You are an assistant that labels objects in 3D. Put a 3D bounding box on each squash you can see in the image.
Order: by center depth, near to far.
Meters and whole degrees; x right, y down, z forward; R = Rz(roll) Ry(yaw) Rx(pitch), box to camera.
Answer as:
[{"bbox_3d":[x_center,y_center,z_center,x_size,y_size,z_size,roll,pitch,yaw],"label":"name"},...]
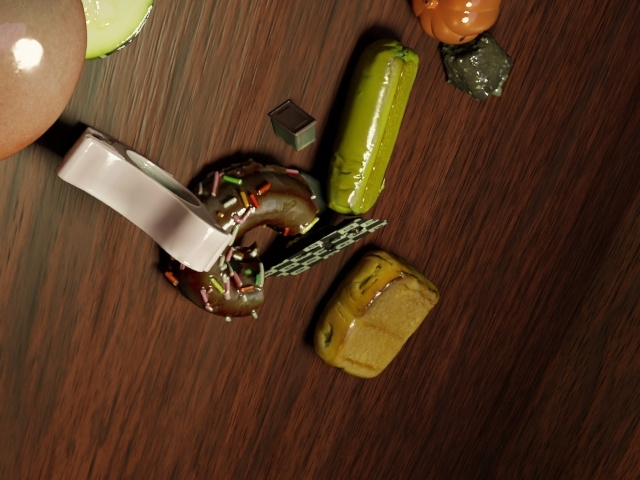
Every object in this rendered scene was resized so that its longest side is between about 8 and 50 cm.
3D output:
[{"bbox_3d":[-0.351,-0.375,1.378,0.219,0.041,0.219,-32,145,-26],"label":"squash"}]

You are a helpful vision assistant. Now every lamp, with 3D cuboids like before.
[{"bbox_3d":[0.272,-0.498,1.865,0.164,0.187,0.187,-20,133,-36],"label":"lamp"}]

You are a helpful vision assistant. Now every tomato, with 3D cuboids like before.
[{"bbox_3d":[-0.444,-0.260,1.120,0.321,0.321,0.321,-30,139,-30],"label":"tomato"}]

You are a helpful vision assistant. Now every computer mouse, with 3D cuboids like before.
[{"bbox_3d":[-0.027,-0.075,1.977,0.122,0.073,0.217,-56,144,5],"label":"computer mouse"}]

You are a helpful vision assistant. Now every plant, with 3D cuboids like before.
[{"bbox_3d":[0.363,-0.401,2.099,0.129,0.132,0.194,-49,141,-1],"label":"plant"}]

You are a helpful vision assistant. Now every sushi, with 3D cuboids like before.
[{"bbox_3d":[0.000,0.000,2.005,0.279,0.043,0.192,-30,166,26],"label":"sushi"}]

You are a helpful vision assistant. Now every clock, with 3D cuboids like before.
[{"bbox_3d":[-0.298,-0.078,1.488,0.080,0.275,0.290,-52,142,5],"label":"clock"}]

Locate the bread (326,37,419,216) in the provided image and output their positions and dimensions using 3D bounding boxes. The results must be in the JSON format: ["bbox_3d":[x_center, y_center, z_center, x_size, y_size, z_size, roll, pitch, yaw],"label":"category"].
[{"bbox_3d":[0.098,-0.239,1.920,0.166,0.112,0.383,-17,126,-65],"label":"bread"}]

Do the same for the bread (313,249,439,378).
[{"bbox_3d":[0.126,0.189,2.325,0.328,0.148,0.337,-53,148,7],"label":"bread"}]

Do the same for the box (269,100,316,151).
[{"bbox_3d":[-0.053,-0.225,1.810,0.060,0.085,0.063,-37,148,-23],"label":"box"}]

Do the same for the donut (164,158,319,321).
[{"bbox_3d":[-0.167,-0.005,1.798,0.259,0.136,0.345,21,106,-46],"label":"donut"}]
